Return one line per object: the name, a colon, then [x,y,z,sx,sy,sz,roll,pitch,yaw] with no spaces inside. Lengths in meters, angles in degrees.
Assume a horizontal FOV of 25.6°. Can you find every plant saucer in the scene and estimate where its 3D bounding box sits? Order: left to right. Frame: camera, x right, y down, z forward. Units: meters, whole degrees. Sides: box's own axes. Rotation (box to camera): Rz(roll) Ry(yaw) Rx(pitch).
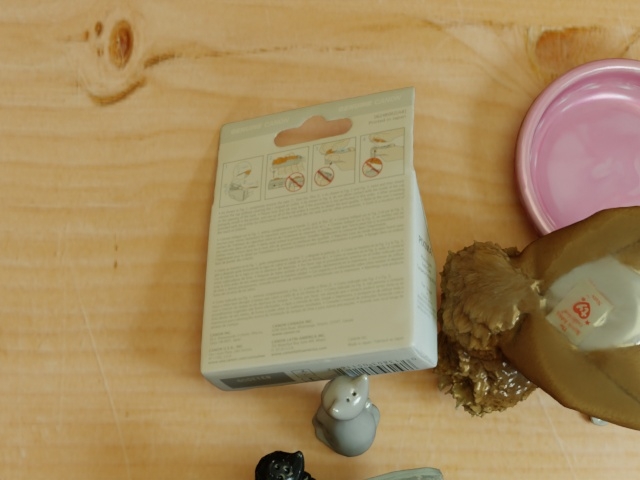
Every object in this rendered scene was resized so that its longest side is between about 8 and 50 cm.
plant saucer: [0.437,-0.098,2.065,0.332,0.084,0.332,2,78,-10]

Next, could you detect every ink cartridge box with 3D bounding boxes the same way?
ink cartridge box: [0.000,0.000,1.907,0.308,0.091,0.385,-9,62,23]

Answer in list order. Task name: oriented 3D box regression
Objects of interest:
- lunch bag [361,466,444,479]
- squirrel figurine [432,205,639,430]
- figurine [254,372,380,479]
lunch bag: [0.073,0.432,1.788,0.287,0.169,0.235,-10,57,-22]
squirrel figurine: [0.348,0.123,1.902,0.397,0.370,0.281,4,78,20]
figurine: [-0.006,0.270,1.846,0.092,0.209,0.215,38,75,13]
